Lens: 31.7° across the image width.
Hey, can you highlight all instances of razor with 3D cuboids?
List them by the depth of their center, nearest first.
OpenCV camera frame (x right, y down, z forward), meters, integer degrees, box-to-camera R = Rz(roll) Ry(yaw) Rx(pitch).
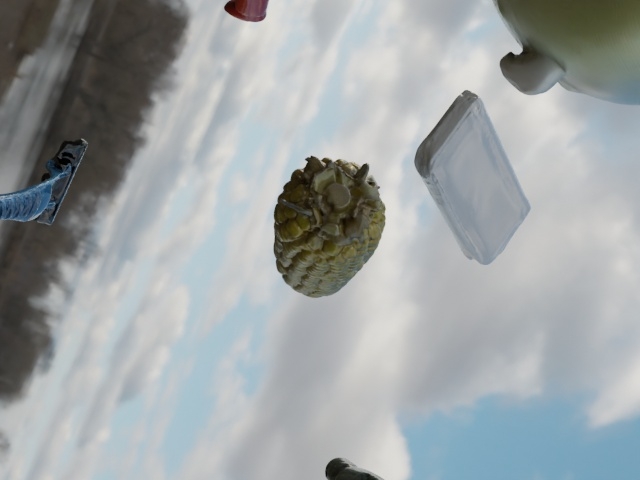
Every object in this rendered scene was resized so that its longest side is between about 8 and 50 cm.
[{"bbox_3d":[-0.259,-0.028,0.794,0.253,0.042,0.082,-11,136,-59],"label":"razor"}]

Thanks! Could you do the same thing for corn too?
[{"bbox_3d":[0.000,0.000,1.126,0.305,0.106,0.106,112,-2,-75],"label":"corn"}]

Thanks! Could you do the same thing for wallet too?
[{"bbox_3d":[0.148,-0.052,1.078,0.033,0.190,0.095,27,-110,39],"label":"wallet"}]

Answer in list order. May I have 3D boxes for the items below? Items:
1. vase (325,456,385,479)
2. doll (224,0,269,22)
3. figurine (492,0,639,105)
[{"bbox_3d":[0.053,0.264,1.110,0.060,0.059,0.211,-66,-157,3],"label":"vase"},{"bbox_3d":[-0.050,-0.381,1.181,0.384,0.099,0.188,119,-16,-69],"label":"doll"},{"bbox_3d":[0.080,-0.233,0.483,0.227,0.394,0.274,-52,-139,-4],"label":"figurine"}]
